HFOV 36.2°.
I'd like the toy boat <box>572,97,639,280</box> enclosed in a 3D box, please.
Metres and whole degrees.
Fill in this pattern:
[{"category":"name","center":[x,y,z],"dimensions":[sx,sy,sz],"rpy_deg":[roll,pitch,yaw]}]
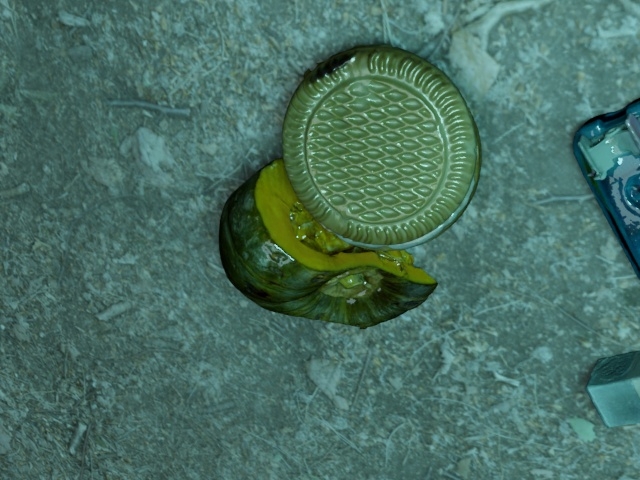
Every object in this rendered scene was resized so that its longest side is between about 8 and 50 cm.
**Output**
[{"category":"toy boat","center":[0.380,-0.004,1.070],"dimensions":[0.134,0.092,0.299],"rpy_deg":[-25,104,37]}]

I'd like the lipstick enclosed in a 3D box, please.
[{"category":"lipstick","center":[0.467,0.150,1.129],"dimensions":[0.317,0.066,0.068],"rpy_deg":[-20,106,40]}]

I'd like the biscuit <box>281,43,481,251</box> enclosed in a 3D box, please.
[{"category":"biscuit","center":[0.070,-0.106,1.174],"dimensions":[0.259,0.079,0.259],"rpy_deg":[6,110,17]}]

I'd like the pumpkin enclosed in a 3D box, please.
[{"category":"pumpkin","center":[-0.001,0.001,1.324],"dimensions":[0.280,0.190,0.139],"rpy_deg":[11,141,-30]}]
